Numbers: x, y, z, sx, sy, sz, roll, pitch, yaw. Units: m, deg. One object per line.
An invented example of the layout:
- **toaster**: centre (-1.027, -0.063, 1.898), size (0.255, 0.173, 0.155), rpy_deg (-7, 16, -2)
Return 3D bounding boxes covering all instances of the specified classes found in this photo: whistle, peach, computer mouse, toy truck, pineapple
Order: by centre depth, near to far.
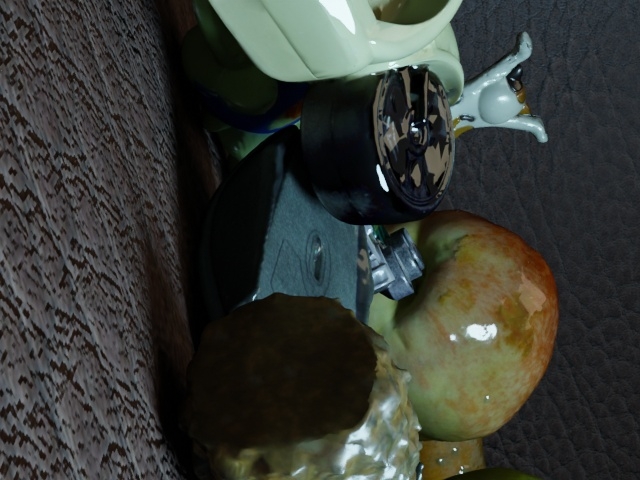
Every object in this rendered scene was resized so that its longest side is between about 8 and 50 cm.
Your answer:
- **pineapple**: centre (0.010, 0.129, 0.720), size (0.111, 0.119, 0.237), rpy_deg (38, -22, 38)
- **computer mouse**: centre (-0.029, 0.028, 0.839), size (0.126, 0.071, 0.231), rpy_deg (55, 27, -37)
- **whistle**: centre (-0.036, -0.110, 0.946), size (0.085, 0.105, 0.227), rpy_deg (50, -7, 25)
- **toy truck**: centre (0.000, 0.000, 1.050), size (0.116, 0.110, 0.216), rpy_deg (63, 6, -1)
- **peach**: centre (0.130, 0.096, 1.473), size (0.256, 0.232, 0.232), rpy_deg (54, 20, -46)

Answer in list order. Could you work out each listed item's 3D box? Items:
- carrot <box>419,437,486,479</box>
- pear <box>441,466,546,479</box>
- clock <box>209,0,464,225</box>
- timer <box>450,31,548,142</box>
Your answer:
- **carrot**: centre (0.125, 0.203, 1.658), size (0.138, 0.139, 0.301), rpy_deg (-90, 165, -70)
- **pear**: centre (0.155, 0.302, 1.275), size (0.269, 0.212, 0.212), rpy_deg (142, -66, -78)
- **clock**: centre (-0.007, -0.208, 0.798), size (0.379, 0.120, 0.276), rpy_deg (51, 47, -45)
- **timer**: centre (0.103, -0.127, 1.546), size (0.175, 0.266, 0.175), rpy_deg (-14, 90, -85)
